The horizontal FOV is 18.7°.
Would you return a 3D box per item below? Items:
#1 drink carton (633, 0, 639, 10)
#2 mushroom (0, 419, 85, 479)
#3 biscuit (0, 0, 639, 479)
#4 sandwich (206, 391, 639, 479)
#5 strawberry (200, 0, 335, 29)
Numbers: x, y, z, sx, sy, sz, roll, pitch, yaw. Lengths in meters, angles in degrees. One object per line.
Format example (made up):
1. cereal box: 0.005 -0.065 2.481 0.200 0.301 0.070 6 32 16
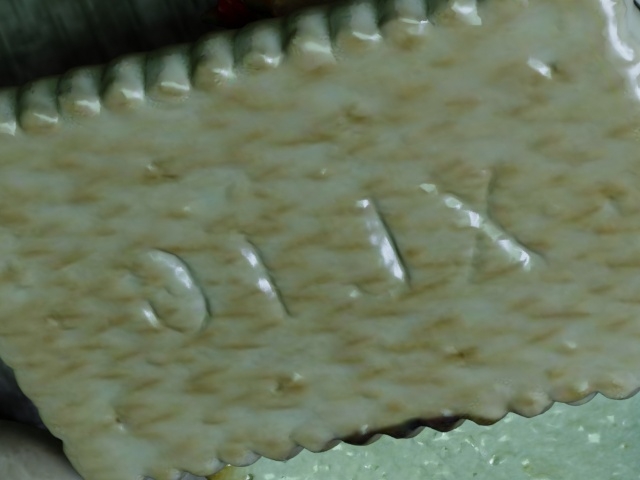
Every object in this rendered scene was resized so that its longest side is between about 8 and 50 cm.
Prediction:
1. drink carton: 0.242 -0.199 0.737 0.324 0.132 0.194 -40 113 11
2. mushroom: -0.172 0.194 0.937 0.226 0.178 0.226 4 119 7
3. biscuit: 0.000 0.000 0.791 0.325 0.044 0.217 -14 121 23
4. sandwich: 0.110 0.068 0.919 0.288 0.099 0.254 31 114 -16
5. strawberry: -0.002 -0.140 0.802 0.140 0.085 0.192 -41 116 -17
